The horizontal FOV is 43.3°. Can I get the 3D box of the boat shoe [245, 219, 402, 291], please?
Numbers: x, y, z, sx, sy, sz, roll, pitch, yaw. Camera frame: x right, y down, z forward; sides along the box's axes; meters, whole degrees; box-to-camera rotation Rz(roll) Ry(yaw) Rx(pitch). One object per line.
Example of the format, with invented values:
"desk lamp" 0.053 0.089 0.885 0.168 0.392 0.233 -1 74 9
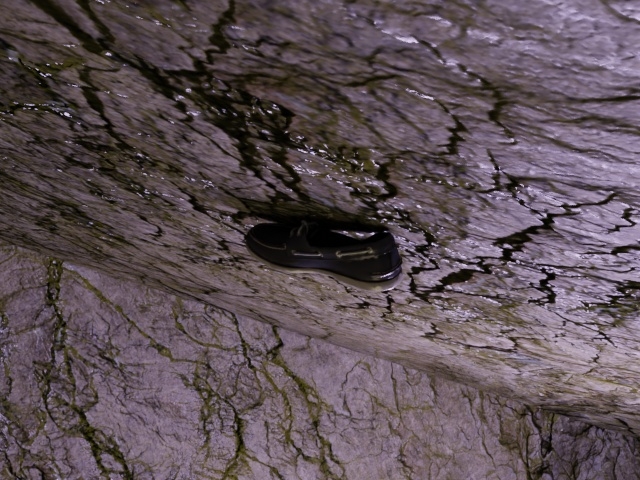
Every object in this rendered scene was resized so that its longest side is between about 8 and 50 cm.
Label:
"boat shoe" 0.000 0.000 0.922 0.206 0.075 0.065 14 127 31
